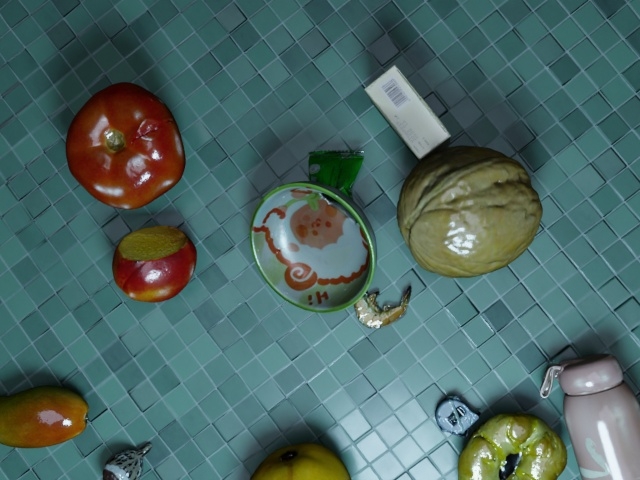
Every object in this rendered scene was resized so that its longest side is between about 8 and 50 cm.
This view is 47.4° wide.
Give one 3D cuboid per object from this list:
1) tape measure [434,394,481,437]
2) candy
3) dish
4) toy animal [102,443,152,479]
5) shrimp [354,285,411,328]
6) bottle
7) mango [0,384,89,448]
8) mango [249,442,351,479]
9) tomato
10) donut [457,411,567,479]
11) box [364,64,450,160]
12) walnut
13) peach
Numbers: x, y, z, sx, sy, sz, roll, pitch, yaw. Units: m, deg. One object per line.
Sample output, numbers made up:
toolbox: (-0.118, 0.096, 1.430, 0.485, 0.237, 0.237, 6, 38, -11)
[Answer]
tape measure: (0.319, 0.420, 1.731, 0.094, 0.054, 0.091, 33, 84, 3)
candy: (0.028, -0.124, 1.775, 0.141, 0.078, 0.203, 5, 83, 6)
dish: (0.000, 0.000, 1.716, 0.324, 0.124, 0.324, 12, 117, 24)
toy animal: (-0.469, 0.549, 1.765, 0.137, 0.098, 0.098, -44, 85, 1)
shrimp: (0.144, 0.113, 1.770, 0.147, 0.035, 0.195, -15, 90, 5)
bottle: (0.625, 0.410, 1.650, 0.206, 0.173, 0.297, -17, 86, 15)
mango: (-0.706, 0.434, 1.778, 0.289, 0.129, 0.146, -13, 88, 12)
mango: (-0.055, 0.651, 1.668, 0.263, 0.221, 0.378, 6, 96, 1)
tomato: (-0.459, -0.221, 1.743, 0.298, 0.226, 0.299, 0, 93, 9)
donut: (0.429, 0.514, 1.680, 0.208, 0.128, 0.261, 40, 90, 7)
box: (0.208, -0.290, 1.723, 0.095, 0.168, 0.212, -38, 85, 6)
walnut: (0.336, -0.069, 1.645, 0.332, 0.333, 0.333, 0, 87, 4)
peach: (-0.397, 0.050, 1.742, 0.190, 0.190, 0.192, 36, 109, 6)
